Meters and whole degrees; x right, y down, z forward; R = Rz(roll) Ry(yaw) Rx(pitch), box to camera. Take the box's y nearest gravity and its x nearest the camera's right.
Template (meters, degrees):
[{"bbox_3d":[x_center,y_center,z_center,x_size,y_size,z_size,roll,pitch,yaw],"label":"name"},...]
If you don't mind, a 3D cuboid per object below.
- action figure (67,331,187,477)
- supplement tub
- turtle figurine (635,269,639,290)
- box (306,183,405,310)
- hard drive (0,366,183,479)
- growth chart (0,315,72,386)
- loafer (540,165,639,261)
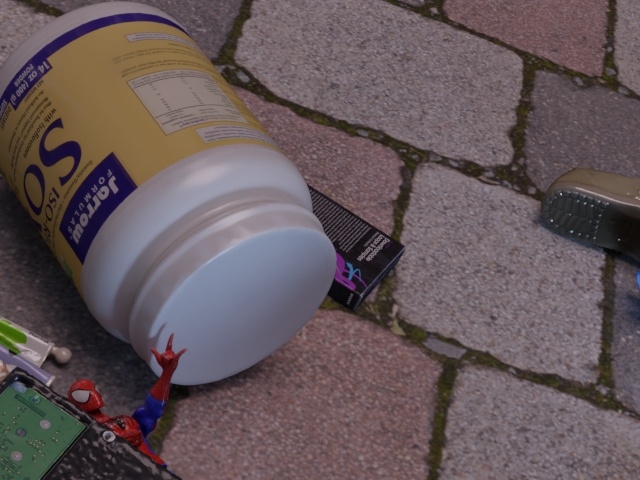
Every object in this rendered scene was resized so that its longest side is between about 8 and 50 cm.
[{"bbox_3d":[-0.125,0.197,1.270,0.091,0.139,0.280,-18,52,-42],"label":"action figure"},{"bbox_3d":[-0.157,-0.048,1.448,0.241,0.241,0.331,-11,50,-37],"label":"supplement tub"},{"bbox_3d":[0.514,0.085,1.685,0.266,0.274,0.198,13,73,-21],"label":"turtle figurine"},{"bbox_3d":[0.000,0.000,1.646,0.162,0.029,0.116,32,39,12],"label":"box"},{"bbox_3d":[-0.164,0.272,1.108,0.339,0.064,0.237,34,46,5],"label":"hard drive"},{"bbox_3d":[-0.314,0.144,1.321,0.172,0.021,0.237,24,39,-2],"label":"growth chart"},{"bbox_3d":[0.405,-0.028,1.829,0.268,0.102,0.092,22,44,-1],"label":"loafer"}]
